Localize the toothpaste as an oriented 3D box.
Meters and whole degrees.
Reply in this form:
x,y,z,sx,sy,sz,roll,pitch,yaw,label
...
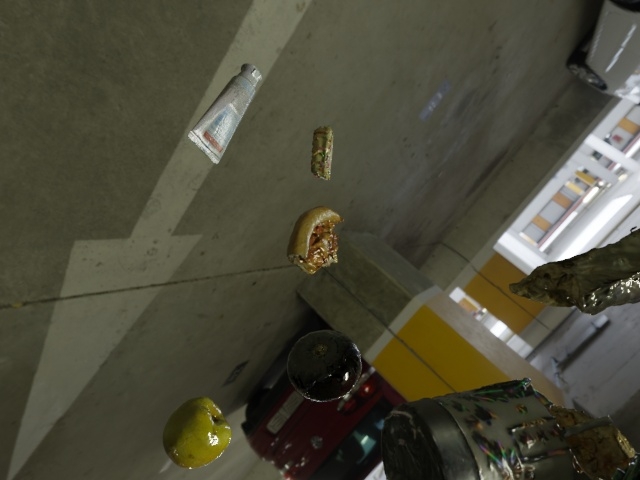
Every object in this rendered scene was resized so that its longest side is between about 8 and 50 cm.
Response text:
x,y,z,sx,sy,sz,roll,pitch,yaw,label
-0.196,-0.280,0.926,0.089,0.057,0.234,48,55,-43,toothpaste

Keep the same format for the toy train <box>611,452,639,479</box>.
x,y,z,sx,sy,sz,roll,pitch,yaw,label
0.481,0.402,0.583,0.237,0.150,0.368,-46,144,-23,toy train

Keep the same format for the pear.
x,y,z,sx,sy,sz,roll,pitch,yaw,label
-0.371,0.572,1.292,0.200,0.200,0.200,-41,160,-19,pear

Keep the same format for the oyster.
x,y,z,sx,sy,sz,roll,pitch,yaw,label
0.536,0.067,0.798,0.342,0.110,0.166,-12,142,-3,oyster

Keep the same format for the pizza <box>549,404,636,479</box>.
x,y,z,sx,sy,sz,roll,pitch,yaw,label
0.722,0.556,1.139,0.071,0.297,0.189,-10,141,-23,pizza

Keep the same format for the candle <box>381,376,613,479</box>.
x,y,z,sx,sy,sz,roll,pitch,yaw,label
0.258,0.304,0.628,0.330,0.187,0.187,-5,144,-17,candle

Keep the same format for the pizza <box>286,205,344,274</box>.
x,y,z,sx,sy,sz,roll,pitch,yaw,label
-0.003,-0.005,0.928,0.056,0.134,0.271,-16,-178,23,pizza

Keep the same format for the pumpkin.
x,y,z,sx,sy,sz,roll,pitch,yaw,label
0.011,0.388,1.352,0.233,0.233,0.163,-37,138,-28,pumpkin

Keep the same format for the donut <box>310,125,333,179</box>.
x,y,z,sx,sy,sz,roll,pitch,yaw,label
0.004,-0.276,1.368,0.174,0.068,0.174,5,90,-88,donut
